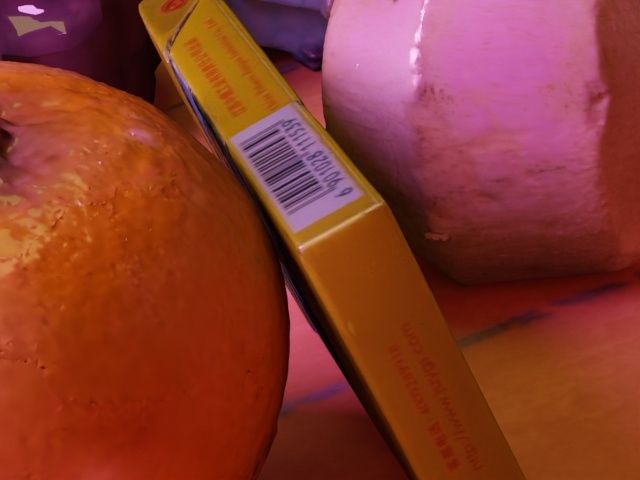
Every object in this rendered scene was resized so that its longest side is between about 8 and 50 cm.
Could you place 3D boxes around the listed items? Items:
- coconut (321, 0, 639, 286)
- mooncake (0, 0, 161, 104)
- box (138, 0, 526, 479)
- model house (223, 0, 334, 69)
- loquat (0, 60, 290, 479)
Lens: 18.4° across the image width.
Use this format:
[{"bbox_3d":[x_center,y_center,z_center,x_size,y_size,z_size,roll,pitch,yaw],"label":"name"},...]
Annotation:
[{"bbox_3d":[0.117,-0.089,1.070,0.237,0.237,0.197,-4,31,12],"label":"coconut"},{"bbox_3d":[-0.277,-0.171,1.323,0.381,0.212,0.350,-28,55,-25],"label":"mooncake"},{"bbox_3d":[0.000,0.000,0.957,0.047,0.187,0.335,-30,28,-2],"label":"box"},{"bbox_3d":[0.034,-0.258,1.491,0.248,0.230,0.280,9,22,-20],"label":"model house"},{"bbox_3d":[-0.146,0.044,0.836,0.263,0.263,0.263,-7,26,4],"label":"loquat"}]
